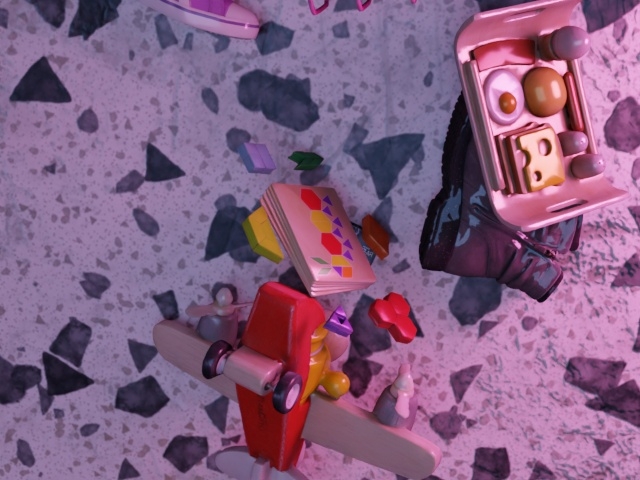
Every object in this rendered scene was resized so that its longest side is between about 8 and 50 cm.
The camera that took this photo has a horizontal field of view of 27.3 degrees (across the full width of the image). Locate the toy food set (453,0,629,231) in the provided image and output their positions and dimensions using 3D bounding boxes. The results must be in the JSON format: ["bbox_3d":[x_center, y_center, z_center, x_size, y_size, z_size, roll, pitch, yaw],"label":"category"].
[{"bbox_3d":[0.322,-0.182,1.844,0.219,0.092,0.306,-17,96,-32],"label":"toy food set"}]

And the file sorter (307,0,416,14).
[{"bbox_3d":[0.117,-0.425,1.828,0.290,0.202,0.182,-8,104,9],"label":"file sorter"}]

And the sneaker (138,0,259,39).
[{"bbox_3d":[-0.199,-0.408,1.926,0.282,0.102,0.161,26,103,1],"label":"sneaker"}]

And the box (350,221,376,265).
[{"bbox_3d":[0.047,0.008,2.037,0.083,0.018,0.067,26,106,0],"label":"box"}]

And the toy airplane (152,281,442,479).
[{"bbox_3d":[-0.039,0.227,2.004,0.386,0.272,0.384,49,143,-15],"label":"toy airplane"}]

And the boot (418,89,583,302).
[{"bbox_3d":[0.289,-0.089,1.950,0.222,0.118,0.338,12,109,-4],"label":"boot"}]

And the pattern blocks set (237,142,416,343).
[{"bbox_3d":[0.000,0.000,1.907,0.026,0.285,0.325,-41,53,34],"label":"pattern blocks set"}]
